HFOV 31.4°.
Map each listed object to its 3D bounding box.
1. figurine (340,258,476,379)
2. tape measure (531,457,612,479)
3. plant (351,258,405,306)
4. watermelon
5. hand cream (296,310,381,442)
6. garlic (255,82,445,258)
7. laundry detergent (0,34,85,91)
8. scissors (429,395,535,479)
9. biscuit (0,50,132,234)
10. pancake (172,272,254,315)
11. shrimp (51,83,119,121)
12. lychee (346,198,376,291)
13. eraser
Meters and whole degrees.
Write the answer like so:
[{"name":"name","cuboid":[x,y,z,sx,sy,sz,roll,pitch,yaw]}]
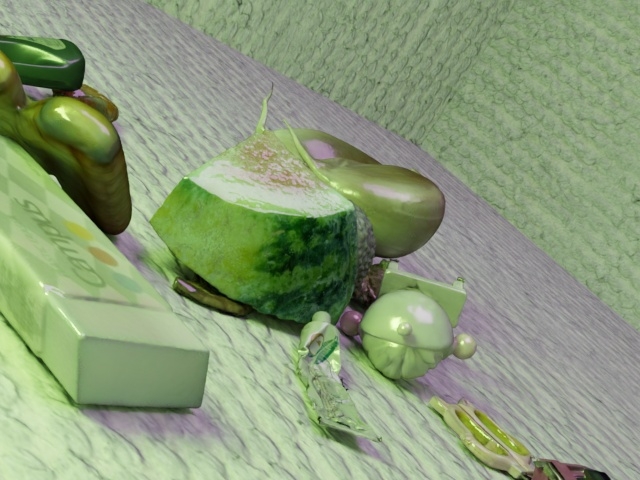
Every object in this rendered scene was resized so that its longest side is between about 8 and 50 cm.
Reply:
[{"name":"figurine","cuboid":[0.136,0.122,1.649,0.182,0.145,0.257,36,16,-4]},{"name":"tape measure","cuboid":[0.285,0.320,1.338,0.125,0.118,0.074,9,23,-21]},{"name":"plant","cuboid":[0.093,0.095,1.841,0.116,0.104,0.122,-24,88,-33]},{"name":"watermelon","cuboid":[-0.086,-0.008,1.528,0.310,0.193,0.232,18,43,-19]},{"name":"hand cream","cuboid":[0.010,0.164,1.394,0.084,0.050,0.257,26,21,-21]},{"name":"garlic","cuboid":[0.043,-0.089,1.855,0.340,0.246,0.231,35,-22,-22]},{"name":"laundry detergent","cuboid":[-0.470,-0.270,1.689,0.221,0.078,0.144,2,21,-35]},{"name":"scissors","cuboid":[0.278,0.315,1.538,0.317,0.024,0.160,42,15,33]},{"name":"biscuit","cuboid":[-0.322,-0.120,1.336,0.236,0.062,0.291,34,-19,7]},{"name":"pancake","cuboid":[-0.160,0.037,1.503,0.190,0.020,0.184,43,16,31]},{"name":"shrimp","cuboid":[-0.391,-0.220,1.821,0.115,0.051,0.217,28,14,2]},{"name":"lychee","cuboid":[0.000,0.000,1.700,0.197,0.165,0.165,63,3,-20]},{"name":"eraser","cuboid":[-0.282,0.014,1.150,0.397,0.082,0.213,42,15,32]}]
